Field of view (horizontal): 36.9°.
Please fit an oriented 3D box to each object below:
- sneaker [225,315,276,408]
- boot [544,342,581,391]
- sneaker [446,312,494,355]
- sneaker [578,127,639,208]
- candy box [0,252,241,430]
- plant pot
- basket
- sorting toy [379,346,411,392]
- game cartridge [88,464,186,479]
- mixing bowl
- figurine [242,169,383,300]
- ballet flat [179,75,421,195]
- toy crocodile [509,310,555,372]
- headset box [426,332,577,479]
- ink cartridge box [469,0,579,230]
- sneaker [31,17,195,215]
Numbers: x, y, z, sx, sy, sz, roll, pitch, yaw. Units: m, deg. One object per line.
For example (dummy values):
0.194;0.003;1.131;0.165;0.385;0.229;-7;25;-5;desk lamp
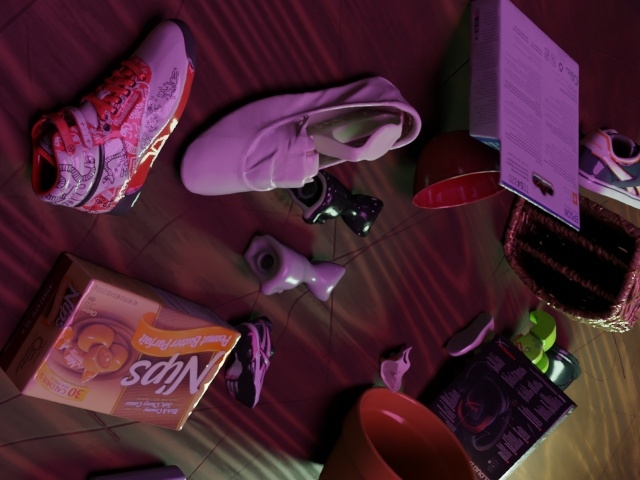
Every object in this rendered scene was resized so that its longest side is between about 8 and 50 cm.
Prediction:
-0.106;0.204;1.616;0.077;0.072;0.178;-30;142;-42;sneaker
0.545;0.364;2.360;0.207;0.094;0.246;-54;147;-6;boot
0.329;0.221;2.074;0.134;0.051;0.070;-38;133;-25;sneaker
0.651;-0.155;2.066;0.321;0.126;0.127;11;115;-47;sneaker
-0.280;0.155;1.388;0.183;0.087;0.316;-57;142;3;candy box
0.132;0.465;1.898;0.291;0.291;0.203;11;125;-48;plant pot
0.507;0.035;1.924;0.213;0.299;0.223;-55;143;3;basket
0.158;0.249;1.936;0.075;0.045;0.083;-30;135;-37;sorting toy
-0.340;0.513;1.618;0.198;0.062;0.297;3;115;-51;game cartridge
0.236;-0.130;1.663;0.181;0.098;0.181;-11;165;-3;mixing bowl
0.000;0.000;1.564;0.209;0.092;0.215;19;104;-54;figurine
-0.011;-0.147;1.405;0.400;0.139;0.139;-22;131;-33;ballet flat
0.420;0.303;2.196;0.340;0.105;0.115;-46;147;-2;toy crocodile
0.367;0.380;2.060;0.293;0.218;0.110;-48;157;6;headset box
0.355;-0.207;1.651;0.324;0.071;0.330;22;68;-50;ink cartridge box
-0.260;-0.157;1.180;0.145;0.090;0.270;7;115;-50;sneaker
